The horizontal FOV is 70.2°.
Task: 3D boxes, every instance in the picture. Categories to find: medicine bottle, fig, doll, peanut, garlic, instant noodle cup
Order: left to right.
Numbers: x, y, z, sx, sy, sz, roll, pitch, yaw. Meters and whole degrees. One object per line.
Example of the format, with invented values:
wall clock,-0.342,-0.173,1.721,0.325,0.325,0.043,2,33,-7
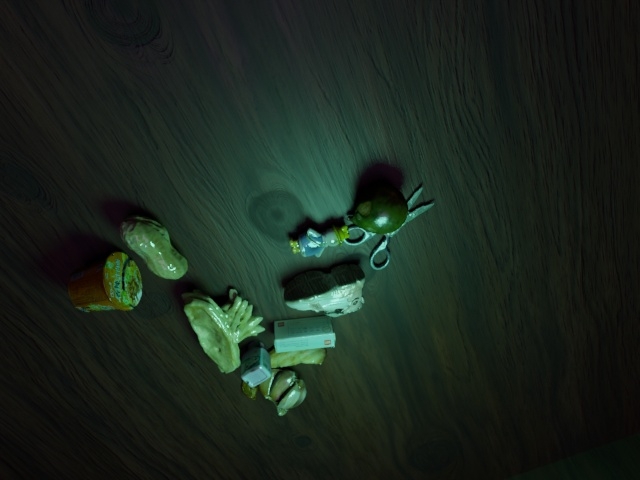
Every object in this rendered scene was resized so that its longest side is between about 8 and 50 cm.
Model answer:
instant noodle cup,-0.826,0.173,1.738,0.182,0.230,0.230,-14,121,11
peanut,-0.626,0.030,1.726,0.149,0.149,0.313,-24,120,6
medicine bottle,-0.289,0.542,2.030,0.119,0.188,0.094,-31,119,10
garlic,-0.173,0.697,2.160,0.191,0.214,0.160,-55,144,-4
doll,0.000,0.000,1.815,0.240,0.099,0.135,-18,98,1
fig,0.212,-0.112,1.748,0.195,0.195,0.244,36,143,-24

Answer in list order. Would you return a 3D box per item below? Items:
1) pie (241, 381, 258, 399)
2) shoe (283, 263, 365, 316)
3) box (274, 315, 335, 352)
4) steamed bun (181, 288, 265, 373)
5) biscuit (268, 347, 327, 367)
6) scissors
pie,-0.339,0.712,2.213,0.088,0.033,0.191,12,118,-10
shoe,0.027,0.242,1.914,0.350,0.172,0.198,-12,124,1
box,-0.071,0.414,2.018,0.269,0.135,0.079,-6,120,-5
steamed bun,-0.393,0.357,1.938,0.247,0.189,0.428,-5,122,30
biscuit,-0.117,0.530,2.131,0.298,0.045,0.154,-3,121,-5
scissors,0.292,-0.062,1.857,0.256,0.029,0.383,39,109,-23
